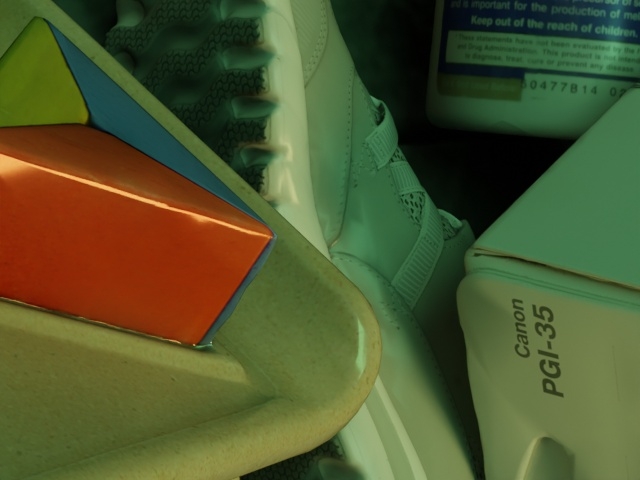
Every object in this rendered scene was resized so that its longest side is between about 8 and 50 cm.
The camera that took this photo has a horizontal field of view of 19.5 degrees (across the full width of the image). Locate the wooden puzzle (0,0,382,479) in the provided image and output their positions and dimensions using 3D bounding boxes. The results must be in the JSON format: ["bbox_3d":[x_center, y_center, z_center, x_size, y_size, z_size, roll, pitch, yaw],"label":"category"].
[{"bbox_3d":[-0.169,-0.046,0.492,0.322,0.080,0.348,43,29,19],"label":"wooden puzzle"}]

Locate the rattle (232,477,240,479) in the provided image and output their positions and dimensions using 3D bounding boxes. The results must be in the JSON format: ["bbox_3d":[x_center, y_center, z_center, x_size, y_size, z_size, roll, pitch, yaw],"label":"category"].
[{"bbox_3d":[-0.081,0.116,0.550,0.143,0.130,0.199,20,31,-34],"label":"rattle"}]

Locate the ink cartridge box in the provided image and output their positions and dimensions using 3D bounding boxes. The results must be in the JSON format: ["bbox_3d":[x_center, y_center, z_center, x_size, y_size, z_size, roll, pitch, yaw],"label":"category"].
[{"bbox_3d":[0.187,0.025,0.713,0.283,0.117,0.207,-42,133,-37],"label":"ink cartridge box"}]

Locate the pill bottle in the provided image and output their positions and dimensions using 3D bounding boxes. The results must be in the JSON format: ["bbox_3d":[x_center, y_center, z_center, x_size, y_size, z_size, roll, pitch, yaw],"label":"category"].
[{"bbox_3d":[0.105,-0.134,0.756,0.112,0.112,0.186,2,96,-29],"label":"pill bottle"}]

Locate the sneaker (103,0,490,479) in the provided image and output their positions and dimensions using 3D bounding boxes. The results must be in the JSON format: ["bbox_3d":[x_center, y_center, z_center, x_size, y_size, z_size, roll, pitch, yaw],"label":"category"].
[{"bbox_3d":[0.000,0.000,0.705,0.115,0.105,0.281,-10,85,-45],"label":"sneaker"}]
